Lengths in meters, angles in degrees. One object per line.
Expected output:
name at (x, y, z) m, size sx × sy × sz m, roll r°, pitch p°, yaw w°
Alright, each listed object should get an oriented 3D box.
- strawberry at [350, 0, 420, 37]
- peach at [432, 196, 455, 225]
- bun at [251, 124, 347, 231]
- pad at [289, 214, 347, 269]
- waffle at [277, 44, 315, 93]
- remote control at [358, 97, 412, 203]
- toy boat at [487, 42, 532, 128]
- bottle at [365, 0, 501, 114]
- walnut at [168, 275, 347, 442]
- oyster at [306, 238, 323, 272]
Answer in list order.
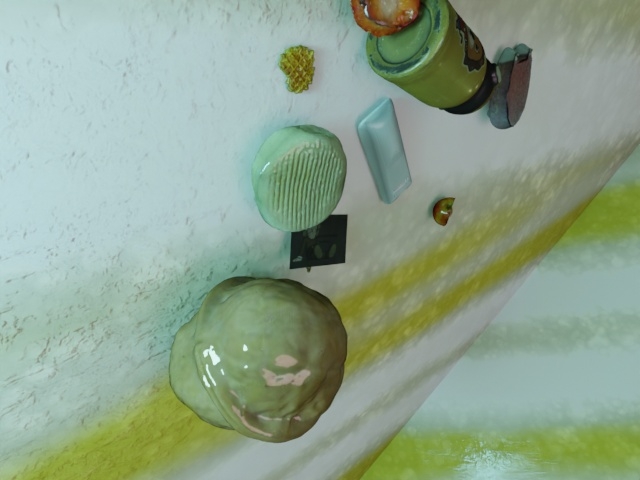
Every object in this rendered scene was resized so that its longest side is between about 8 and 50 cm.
strawberry at (0.113, -0.450, 0.730) m, size 0.121 × 0.082 × 0.188 m, roll 5°, pitch 96°, yaw -16°
peach at (0.389, -0.095, 1.336) m, size 0.098 × 0.061 × 0.098 m, roll 20°, pitch 90°, yaw -79°
bun at (-0.045, -0.129, 0.827) m, size 0.221 × 0.108 × 0.221 m, roll -20°, pitch 134°, yaw -22°
pad at (0.000, 0.000, 1.021) m, size 0.190 × 0.004 × 0.127 m, roll -4°, pitch 98°, yaw -45°
waffle at (-0.041, -0.306, 0.756) m, size 0.078 × 0.016 × 0.085 m, roll -31°, pitch 139°, yaw -23°
remote control at (0.170, -0.205, 1.029) m, size 0.103 × 0.051 × 0.293 m, roll -44°, pitch 143°, yaw -10°
toy boat at (0.527, -0.433, 1.199) m, size 0.155 × 0.085 × 0.227 m, roll -31°, pitch 128°, yaw -37°
bottle at (0.261, -0.373, 0.892) m, size 0.351 × 0.171 × 0.171 m, roll 3°, pitch 118°, yaw -49°
walnut at (-0.117, 0.238, 0.887) m, size 0.381 × 0.381 × 0.381 m, roll -27°, pitch 137°, yaw -28°
oyster at (-0.020, 0.029, 1.056) m, size 0.083 × 0.038 × 0.080 m, roll -58°, pitch 161°, yaw -35°
